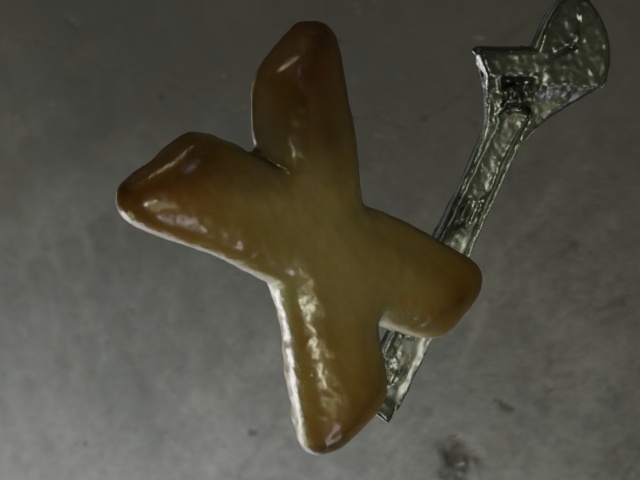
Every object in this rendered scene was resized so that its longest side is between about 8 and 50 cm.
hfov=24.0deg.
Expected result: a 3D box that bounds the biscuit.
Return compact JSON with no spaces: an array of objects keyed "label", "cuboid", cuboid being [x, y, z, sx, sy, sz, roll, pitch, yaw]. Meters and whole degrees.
[{"label":"biscuit","cuboid":[0.000,0.001,0.852,0.047,0.164,0.208,5,136,54]}]

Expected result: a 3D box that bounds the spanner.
[{"label":"spanner","cuboid":[0.106,-0.023,1.036,0.093,0.026,0.326,23,98,-8]}]
